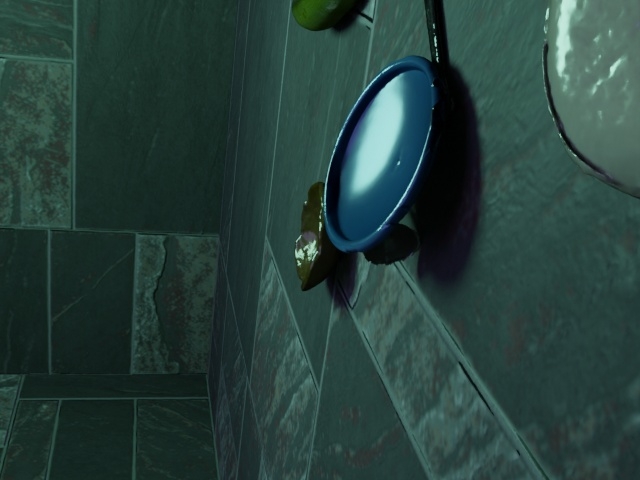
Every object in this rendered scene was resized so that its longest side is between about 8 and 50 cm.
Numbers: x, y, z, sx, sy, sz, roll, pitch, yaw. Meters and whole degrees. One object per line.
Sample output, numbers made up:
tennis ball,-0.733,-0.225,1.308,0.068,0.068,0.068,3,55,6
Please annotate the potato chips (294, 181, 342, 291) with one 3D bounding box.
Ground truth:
potato chips,0.001,-0.001,1.339,0.208,0.062,0.195,111,163,-57

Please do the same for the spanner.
spanner,0.131,-0.239,0.922,0.054,0.015,0.254,126,143,-64

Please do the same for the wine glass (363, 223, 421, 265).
wine glass,0.070,-0.080,1.051,0.262,0.074,0.074,-99,17,-47

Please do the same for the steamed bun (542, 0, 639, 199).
steamed bun,0.198,-0.126,0.363,0.177,0.131,0.228,-155,69,-65

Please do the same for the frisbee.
frisbee,0.077,-0.096,0.934,0.242,0.045,0.242,-47,33,43

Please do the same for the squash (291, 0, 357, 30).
squash,0.003,-0.402,1.348,0.341,0.095,0.094,-170,82,-74
